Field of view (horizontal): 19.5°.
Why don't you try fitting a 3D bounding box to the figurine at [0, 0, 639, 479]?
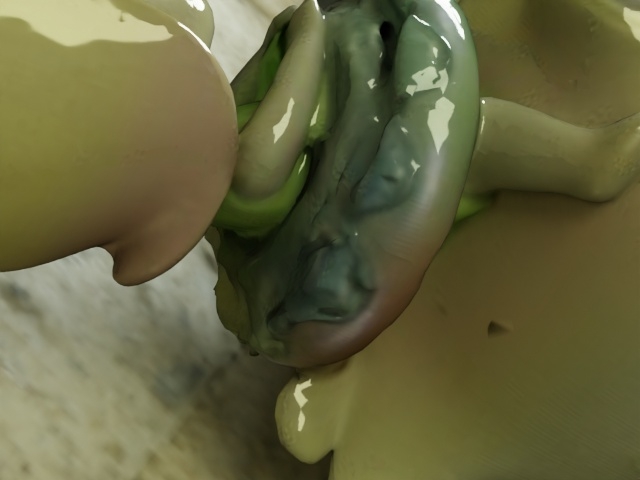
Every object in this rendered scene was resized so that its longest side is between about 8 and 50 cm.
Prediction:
[{"bbox_3d":[0.000,0.000,0.591,0.394,0.226,0.274,16,78,-24],"label":"figurine"}]
